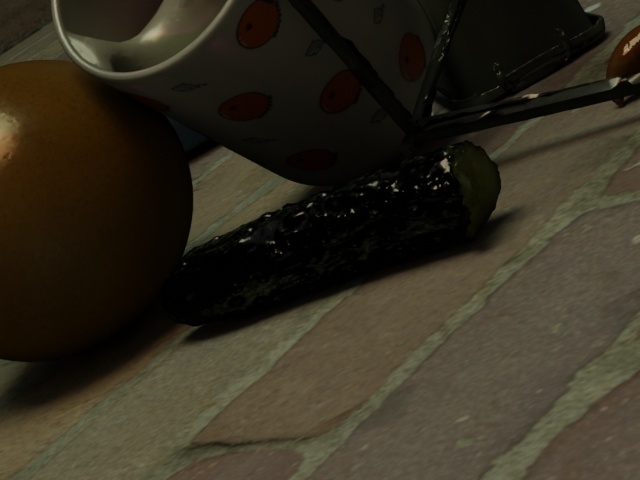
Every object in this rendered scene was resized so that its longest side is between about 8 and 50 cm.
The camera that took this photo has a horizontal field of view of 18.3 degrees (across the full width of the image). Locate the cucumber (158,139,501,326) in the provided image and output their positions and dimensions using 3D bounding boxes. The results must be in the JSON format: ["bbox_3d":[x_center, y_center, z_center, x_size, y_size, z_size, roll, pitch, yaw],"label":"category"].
[{"bbox_3d":[0.000,0.000,1.506,0.303,0.072,0.081,-19,17,35],"label":"cucumber"}]

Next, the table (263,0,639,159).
[{"bbox_3d":[0.176,-0.256,1.535,0.335,0.222,0.272,-12,45,38],"label":"table"}]

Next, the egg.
[{"bbox_3d":[-0.234,-0.030,1.694,0.250,0.250,0.322,-24,10,17],"label":"egg"}]

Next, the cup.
[{"bbox_3d":[-0.045,-0.177,1.696,0.212,0.317,0.212,-15,63,32],"label":"cup"}]

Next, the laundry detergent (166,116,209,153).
[{"bbox_3d":[-0.152,-0.151,2.274,0.290,0.094,0.143,-31,18,-11],"label":"laundry detergent"}]

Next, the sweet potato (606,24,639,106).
[{"bbox_3d":[0.310,-0.169,1.547,0.202,0.055,0.058,-26,-11,16],"label":"sweet potato"}]

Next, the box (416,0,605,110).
[{"bbox_3d":[0.149,-0.224,1.876,0.163,0.135,0.243,-29,15,-2],"label":"box"}]
